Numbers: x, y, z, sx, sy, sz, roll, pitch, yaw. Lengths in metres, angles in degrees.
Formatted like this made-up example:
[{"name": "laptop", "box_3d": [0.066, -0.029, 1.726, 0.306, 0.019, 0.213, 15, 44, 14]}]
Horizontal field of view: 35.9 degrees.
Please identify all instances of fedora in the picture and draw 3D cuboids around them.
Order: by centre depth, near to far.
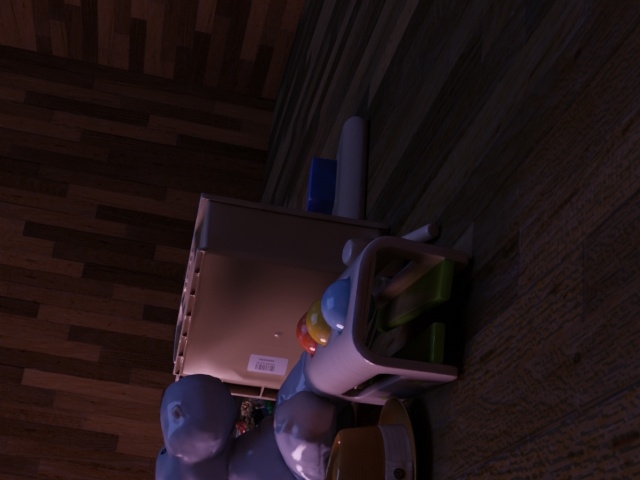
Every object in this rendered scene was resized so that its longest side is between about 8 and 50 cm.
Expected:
[{"name": "fedora", "box_3d": [0.047, 0.257, 1.028, 0.194, 0.079, 0.194, -174, 90, -82]}]

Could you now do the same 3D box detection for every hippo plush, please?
[{"name": "hippo plush", "box_3d": [-0.086, 0.265, 1.276, 0.234, 0.236, 0.294, -60, -27, -68]}]

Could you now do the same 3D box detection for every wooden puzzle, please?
[{"name": "wooden puzzle", "box_3d": [0.000, 0.000, 1.736, 0.348, 0.080, 0.322, 111, 167, -53]}]

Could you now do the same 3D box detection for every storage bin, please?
[{"name": "storage bin", "box_3d": [-0.059, 0.094, 1.374, 0.123, 0.262, 0.260, -95, 17, -54]}]

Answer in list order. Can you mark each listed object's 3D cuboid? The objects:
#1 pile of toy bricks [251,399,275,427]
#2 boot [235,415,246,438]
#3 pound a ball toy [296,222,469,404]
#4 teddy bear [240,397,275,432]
[{"name": "pile of toy bricks", "box_3d": [-0.056, 0.260, 1.729, 0.118, 0.105, 0.212, -32, 74, 48]}, {"name": "boot", "box_3d": [-0.148, 0.411, 2.254, 0.059, 0.084, 0.158, -98, 21, -71]}, {"name": "pound a ball toy", "box_3d": [0.052, 0.060, 1.081, 0.319, 0.135, 0.208, 127, 152, -72]}, {"name": "teddy bear", "box_3d": [-0.107, 0.369, 1.917, 0.245, 0.113, 0.338, -92, 15, -49]}]
